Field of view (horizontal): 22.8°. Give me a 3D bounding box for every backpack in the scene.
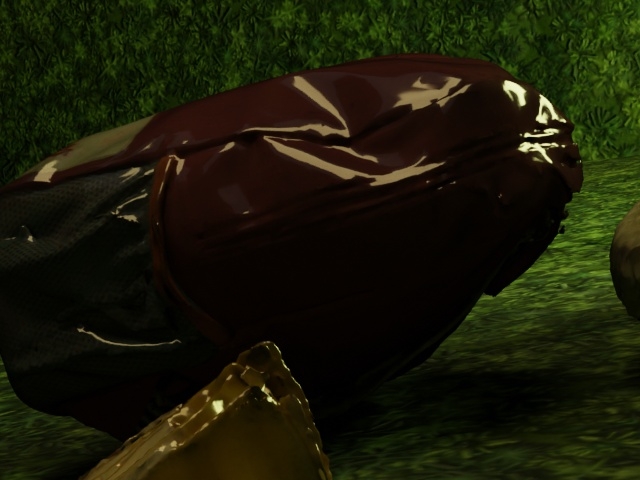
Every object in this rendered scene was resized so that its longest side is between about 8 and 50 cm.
[{"bbox_3d":[0.000,0.000,0.923,0.317,0.197,0.283,-18,0,18],"label":"backpack"}]

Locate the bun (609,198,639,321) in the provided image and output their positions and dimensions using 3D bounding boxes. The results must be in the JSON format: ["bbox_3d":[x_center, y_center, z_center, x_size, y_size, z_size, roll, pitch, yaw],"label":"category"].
[{"bbox_3d":[0.275,-0.004,0.907,0.220,0.134,0.220,-36,8,6],"label":"bun"}]

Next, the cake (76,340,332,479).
[{"bbox_3d":[-0.077,0.101,0.526,0.185,0.116,0.080,-4,7,0],"label":"cake"}]
